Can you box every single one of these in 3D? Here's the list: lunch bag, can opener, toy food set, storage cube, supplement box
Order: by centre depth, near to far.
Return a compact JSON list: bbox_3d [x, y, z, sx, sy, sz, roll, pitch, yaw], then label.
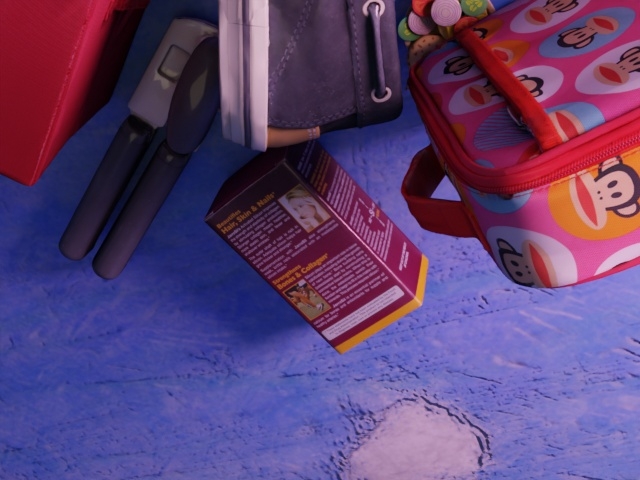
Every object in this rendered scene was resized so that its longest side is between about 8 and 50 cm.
[{"bbox_3d":[0.174,-0.087,0.686,0.258,0.293,0.120,-27,114,7],"label":"lunch bag"},{"bbox_3d":[-0.250,-0.192,0.783,0.215,0.184,0.193,27,122,-6],"label":"storage cube"},{"bbox_3d":[0.107,-0.174,0.821,0.083,0.020,0.083,-9,118,16],"label":"toy food set"},{"bbox_3d":[-0.161,-0.072,0.889,0.076,0.095,0.283,31,116,-8],"label":"can opener"},{"bbox_3d":[0.000,0.000,0.911,0.104,0.081,0.188,-35,109,27],"label":"supplement box"}]

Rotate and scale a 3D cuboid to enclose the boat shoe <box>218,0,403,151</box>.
[{"bbox_3d":[0.008,-0.299,0.670,0.155,0.187,0.500,1,116,-4],"label":"boat shoe"}]
